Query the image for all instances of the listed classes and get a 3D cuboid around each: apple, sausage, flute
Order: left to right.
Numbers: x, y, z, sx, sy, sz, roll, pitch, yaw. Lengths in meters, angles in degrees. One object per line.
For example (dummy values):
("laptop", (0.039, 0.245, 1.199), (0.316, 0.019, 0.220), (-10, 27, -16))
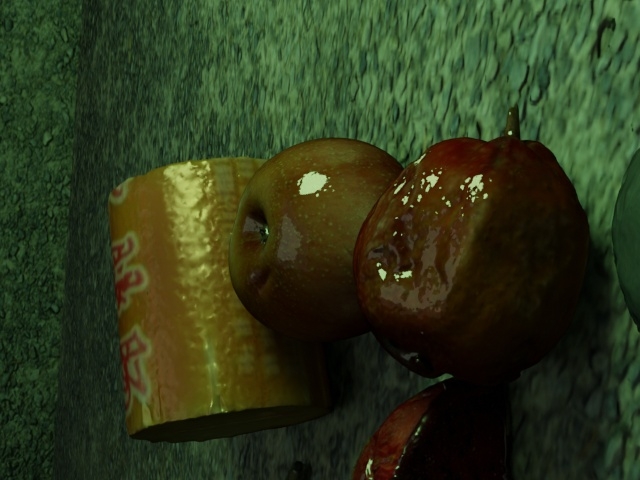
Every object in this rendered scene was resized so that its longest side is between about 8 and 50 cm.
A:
("sausage", (-0.117, 0.071, 1.001), (0.233, 0.233, 0.287), (140, 127, -57))
("flute", (-0.054, 0.360, 1.100), (0.027, 0.027, 0.233), (59, 140, 47))
("apple", (0.000, 0.000, 0.836), (0.201, 0.162, 0.201), (180, 90, -66))

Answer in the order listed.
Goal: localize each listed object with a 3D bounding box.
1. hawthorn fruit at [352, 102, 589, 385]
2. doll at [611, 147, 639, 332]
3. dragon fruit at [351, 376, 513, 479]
("hawthorn fruit", (0.105, 0.014, 0.629), (0.179, 0.174, 0.173), (119, 142, -46))
("doll", (0.261, 0.069, 0.364), (0.340, 0.158, 0.246), (54, 170, 29))
("dragon fruit", (0.072, 0.172, 0.708), (0.127, 0.161, 0.120), (-14, 79, 52))
